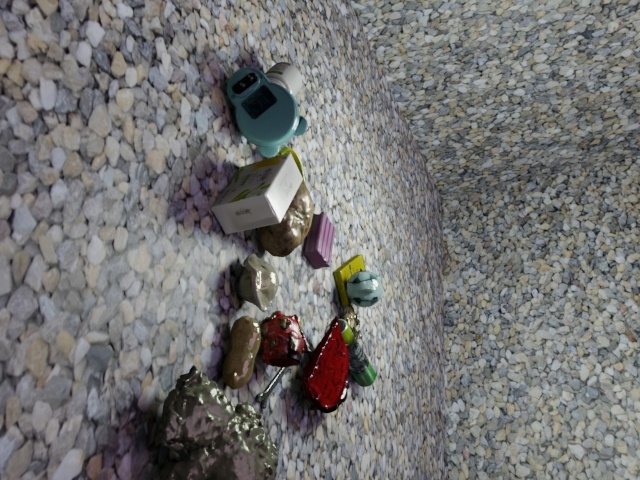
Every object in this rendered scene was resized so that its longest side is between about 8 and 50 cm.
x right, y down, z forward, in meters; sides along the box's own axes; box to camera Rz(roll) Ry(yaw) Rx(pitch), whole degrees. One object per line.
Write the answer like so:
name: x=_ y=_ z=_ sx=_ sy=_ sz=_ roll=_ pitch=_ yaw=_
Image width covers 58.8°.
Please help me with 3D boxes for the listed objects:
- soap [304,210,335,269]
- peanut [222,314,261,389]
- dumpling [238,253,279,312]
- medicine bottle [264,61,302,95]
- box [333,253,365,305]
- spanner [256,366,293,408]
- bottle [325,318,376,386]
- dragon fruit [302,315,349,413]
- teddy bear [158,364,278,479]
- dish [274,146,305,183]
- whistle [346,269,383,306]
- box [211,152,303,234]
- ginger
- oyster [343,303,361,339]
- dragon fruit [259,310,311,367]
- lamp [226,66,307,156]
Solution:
soap: x=0.000 y=0.000 z=2.222 sx=0.122 sy=0.065 sz=0.203 roll=56 pitch=33 yaw=-41
peanut: x=-0.218 y=0.314 z=1.591 sx=0.099 sy=0.099 sz=0.214 roll=53 pitch=33 yaw=-43
dumpling: x=-0.193 y=0.119 z=1.712 sx=0.136 sy=0.118 sz=0.199 roll=59 pitch=10 yaw=-40
medicine bottle: x=-0.160 y=-0.539 z=2.034 sx=0.139 sy=0.139 sz=0.237 roll=64 pitch=29 yaw=-28
box: x=0.139 y=0.168 z=2.476 sx=0.279 sy=0.041 sz=0.153 roll=-31 pitch=109 yaw=-64
spanner: x=-0.140 y=0.442 z=1.792 sx=0.254 sy=0.015 sz=0.054 roll=-46 pitch=123 yaw=-61
bottle: x=0.127 y=0.454 z=2.265 sx=0.330 sy=0.093 sz=0.093 roll=61 pitch=30 yaw=-33
dragon fruit: x=0.016 y=0.477 z=2.010 sx=0.282 sy=0.100 sz=0.343 roll=68 pitch=30 yaw=-25
teddy bear: x=-0.262 y=0.484 z=1.352 sx=0.368 sy=0.224 sz=0.357 roll=61 pitch=28 yaw=-2
dish: x=-0.132 y=-0.252 z=2.036 sx=0.208 sy=0.080 sz=0.149 roll=46 pitch=44 yaw=-52
whistle: x=0.175 y=0.199 z=2.366 sx=0.289 sy=0.163 sz=0.164 roll=173 pitch=-95 yaw=-78
box: x=-0.187 y=-0.145 z=1.733 sx=0.111 sy=0.194 sz=0.260 roll=65 pitch=27 yaw=-27
ginger: x=-0.116 y=-0.061 z=1.878 sx=0.304 sy=0.155 sz=0.245 roll=-72 pitch=171 yaw=-61
oyster: x=0.133 y=0.381 z=2.350 sx=0.133 sy=0.071 sz=0.209 roll=-92 pitch=176 yaw=-55
dragon fruit: x=-0.112 y=0.300 z=1.754 sx=0.166 sy=0.160 sz=0.172 roll=13 pitch=55 yaw=-17
lamp: x=-0.190 y=-0.433 z=1.862 sx=0.284 sy=0.209 sz=0.147 roll=52 pitch=-4 yaw=-20
